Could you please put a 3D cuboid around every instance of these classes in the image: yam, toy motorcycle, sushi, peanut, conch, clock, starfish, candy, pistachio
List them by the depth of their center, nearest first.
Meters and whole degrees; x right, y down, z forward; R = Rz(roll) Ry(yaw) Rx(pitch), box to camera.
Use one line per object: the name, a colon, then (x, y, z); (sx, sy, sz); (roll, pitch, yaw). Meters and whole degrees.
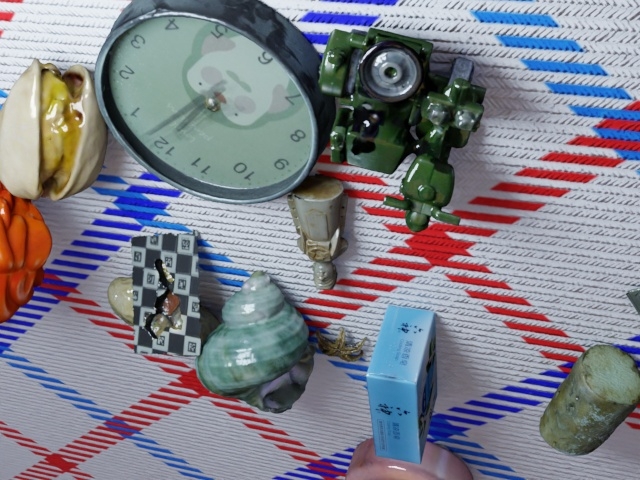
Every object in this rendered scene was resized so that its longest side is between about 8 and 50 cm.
toy motorcycle: (0.089, -0.131, 1.064); (0.205, 0.127, 0.275); (15, 135, 3)
clock: (-0.140, -0.178, 1.158); (0.319, 0.066, 0.318); (12, 139, 11)
pistachio: (-0.372, -0.150, 1.236); (0.157, 0.157, 0.229); (24, 133, -3)
yam: (0.407, 0.251, 1.352); (0.107, 0.107, 0.194); (18, 139, 4)
sushi: (-0.242, 0.083, 1.438); (0.139, 0.031, 0.200); (-2, 89, 29)
conch: (-0.099, 0.178, 1.447); (0.195, 0.220, 0.277); (29, 130, 54)
starfish: (0.037, 0.175, 1.487); (0.091, 0.028, 0.078); (-11, 127, 26)
peanut: (-0.265, 0.131, 1.515); (0.214, 0.098, 0.090); (32, 149, -8)
candy: (0.172, 0.472, 1.695); (0.255, 0.094, 0.255); (12, 138, 11)

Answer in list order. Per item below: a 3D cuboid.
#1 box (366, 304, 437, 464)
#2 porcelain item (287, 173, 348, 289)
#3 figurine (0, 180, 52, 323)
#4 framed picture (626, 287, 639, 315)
box: (0.134, 0.232, 1.418); (0.083, 0.142, 0.232); (6, 136, 16)
porcelain item: (0.000, 0.000, 1.294); (0.084, 0.054, 0.213); (5, 137, 9)
figurine: (-0.593, -0.046, 1.320); (0.412, 0.306, 0.241); (31, 98, -9)
framed picture: (0.571, 0.104, 1.195); (0.252, 0.014, 0.197); (-17, 126, 36)
